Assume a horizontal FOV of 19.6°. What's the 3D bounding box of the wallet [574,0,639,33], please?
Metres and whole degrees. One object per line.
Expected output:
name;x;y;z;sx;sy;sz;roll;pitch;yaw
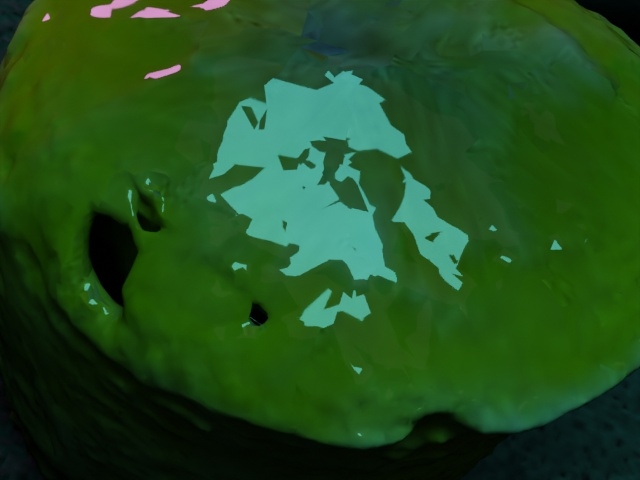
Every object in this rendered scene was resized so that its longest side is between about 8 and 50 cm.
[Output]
wallet;0.154;-0.190;0.741;0.406;0.062;0.228;-1;76;-12

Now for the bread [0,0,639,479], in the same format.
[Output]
bread;-0.003;-0.001;0.535;0.197;0.170;0.197;7;54;-10
